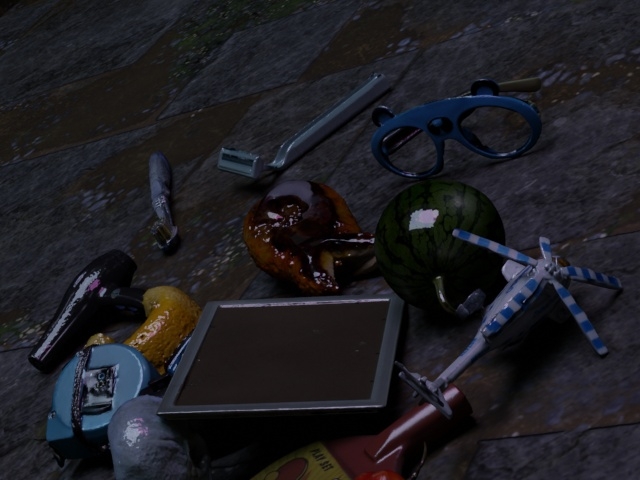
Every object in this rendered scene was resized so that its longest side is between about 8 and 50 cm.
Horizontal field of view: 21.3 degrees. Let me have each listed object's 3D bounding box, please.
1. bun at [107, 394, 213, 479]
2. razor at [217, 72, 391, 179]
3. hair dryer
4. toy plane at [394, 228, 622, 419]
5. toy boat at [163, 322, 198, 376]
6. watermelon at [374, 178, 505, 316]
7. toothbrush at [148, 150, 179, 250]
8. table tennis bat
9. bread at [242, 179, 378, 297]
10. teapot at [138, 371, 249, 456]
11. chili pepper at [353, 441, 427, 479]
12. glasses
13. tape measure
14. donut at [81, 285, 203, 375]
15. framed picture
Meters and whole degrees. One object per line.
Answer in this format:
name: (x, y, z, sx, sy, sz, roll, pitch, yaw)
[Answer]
bun: (-0.156, 0.219, 1.712, 0.083, 0.141, 0.141, -24, 23, 12)
razor: (-0.011, -0.161, 2.463, 0.278, 0.056, 0.111, -31, 23, -22)
hair dryer: (-0.263, 0.100, 2.206, 0.219, 0.075, 0.195, 7, 51, 44)
toy plane: (0.175, 0.093, 1.634, 0.273, 0.182, 0.107, -63, 2, -39)
toy boat: (-0.122, 0.126, 1.975, 0.061, 0.060, 0.137, 23, 50, 32)
watermelon: (0.129, 0.014, 1.803, 0.140, 0.141, 0.187, -24, 27, 13)
toothbrush: (-0.239, -0.068, 2.546, 0.035, 0.042, 0.413, -28, 20, 3)
table tennis bat: (0.011, 0.240, 1.606, 0.310, 0.038, 0.200, -36, 24, -7)
bread: (-0.008, 0.004, 2.066, 0.139, 0.095, 0.269, -37, 37, -11)
teapot: (-0.150, 0.184, 1.828, 0.177, 0.096, 0.087, -24, 23, 13)
chili pepper: (0.054, 0.244, 1.480, 0.086, 0.084, 0.192, 7, 44, 30)
glasses: (0.199, -0.145, 2.162, 0.239, 0.102, 0.207, -13, 0, 37)
tape measure: (-0.240, 0.184, 1.935, 0.125, 0.081, 0.146, -11, 54, 20)
donut: (-0.214, 0.127, 2.055, 0.181, 0.078, 0.146, -33, 22, -3)
framed picture: (-0.032, 0.122, 1.789, 0.232, 0.019, 0.296, -2, 20, 9)
